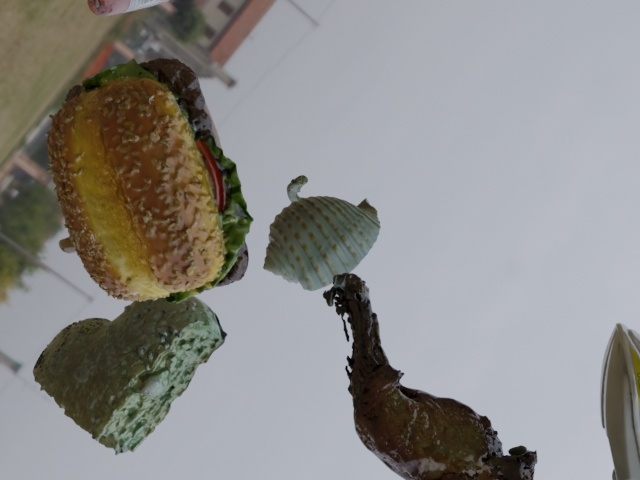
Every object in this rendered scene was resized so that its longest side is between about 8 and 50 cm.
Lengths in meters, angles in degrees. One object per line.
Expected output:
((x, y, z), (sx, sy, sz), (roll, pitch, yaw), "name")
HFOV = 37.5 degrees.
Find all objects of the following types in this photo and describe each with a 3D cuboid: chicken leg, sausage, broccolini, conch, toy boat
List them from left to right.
((-0.190, -0.251, 0.967), (0.029, 0.029, 0.223), (-46, -174, 19), "sausage")
((-0.006, -0.002, 1.214), (0.153, 0.102, 0.135), (-45, -141, 16), "conch")
((0.007, -0.063, 1.713), (0.271, 0.123, 0.062), (56, 29, -72), "broccolini")
((0.075, 0.136, 0.799), (0.106, 0.253, 0.051), (-33, 161, -21), "chicken leg")
((0.436, 0.241, 1.248), (0.141, 0.141, 0.269), (-105, -166, -71), "toy boat")

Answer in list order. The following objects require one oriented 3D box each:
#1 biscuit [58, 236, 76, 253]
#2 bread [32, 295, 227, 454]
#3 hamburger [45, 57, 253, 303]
((-0.357, -0.006, 1.767), (0.262, 0.037, 0.262), (-9, 180, 0), "biscuit")
((-0.208, 0.134, 0.952), (0.232, 0.064, 0.172), (-18, -128, 25), "bread")
((-0.117, -0.037, 0.633), (0.137, 0.165, 0.087), (-12, -170, 26), "hamburger")
